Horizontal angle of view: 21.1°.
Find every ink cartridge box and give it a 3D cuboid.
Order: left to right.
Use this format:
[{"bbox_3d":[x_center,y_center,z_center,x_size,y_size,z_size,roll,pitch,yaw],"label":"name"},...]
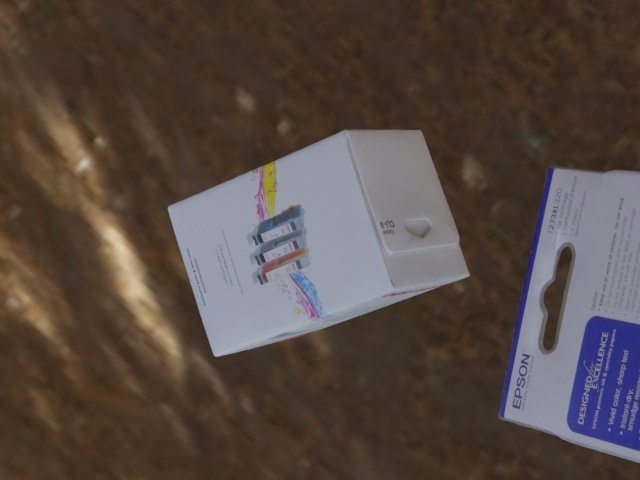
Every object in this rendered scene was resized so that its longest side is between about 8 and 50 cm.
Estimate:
[{"bbox_3d":[0.000,0.000,1.329,0.176,0.128,0.127,-21,83,30],"label":"ink cartridge box"},{"bbox_3d":[0.254,0.056,0.994,0.069,0.176,0.371,12,179,-35],"label":"ink cartridge box"}]
